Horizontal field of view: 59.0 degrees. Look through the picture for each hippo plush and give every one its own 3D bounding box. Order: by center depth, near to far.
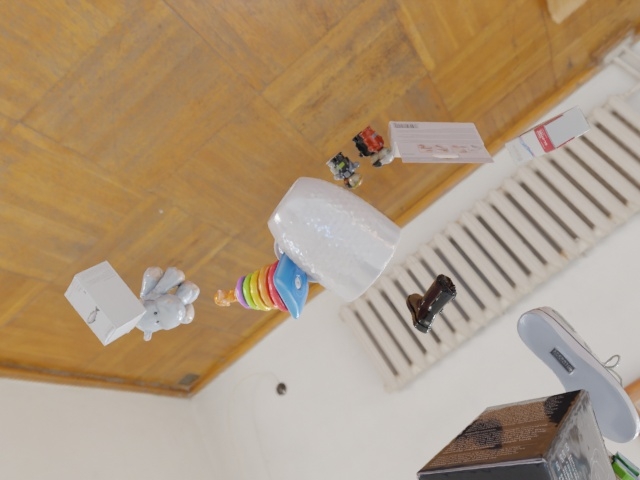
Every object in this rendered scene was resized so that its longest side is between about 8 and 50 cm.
[{"bbox_3d":[-0.584,0.216,1.998,0.294,0.234,0.236,-9,-175,-6],"label":"hippo plush"}]

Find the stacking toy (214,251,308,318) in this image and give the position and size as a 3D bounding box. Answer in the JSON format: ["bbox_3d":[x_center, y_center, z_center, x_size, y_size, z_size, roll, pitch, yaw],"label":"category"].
[{"bbox_3d":[-0.200,0.159,1.762,0.302,0.165,0.175,-14,121,22],"label":"stacking toy"}]

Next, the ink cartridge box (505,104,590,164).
[{"bbox_3d":[0.597,-0.275,1.502,0.127,0.072,0.175,-30,-178,-17],"label":"ink cartridge box"}]

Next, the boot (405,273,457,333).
[{"bbox_3d":[0.423,0.212,2.142,0.094,0.246,0.207,29,111,-9],"label":"boot"}]

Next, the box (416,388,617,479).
[{"bbox_3d":[0.369,0.459,0.963,0.212,0.293,0.395,-22,169,32],"label":"box"}]

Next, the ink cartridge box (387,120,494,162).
[{"bbox_3d":[0.384,-0.300,1.848,0.296,0.261,0.066,0,131,-4],"label":"ink cartridge box"}]

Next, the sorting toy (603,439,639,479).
[{"bbox_3d":[0.665,0.510,1.173,0.038,0.208,0.193,-50,153,13],"label":"sorting toy"}]

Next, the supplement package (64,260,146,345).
[{"bbox_3d":[-0.568,0.165,1.495,0.105,0.179,0.105,-46,173,38],"label":"supplement package"}]

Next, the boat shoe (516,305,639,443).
[{"bbox_3d":[0.658,0.314,1.407,0.156,0.367,0.136,-14,145,-40],"label":"boat shoe"}]

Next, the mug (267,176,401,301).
[{"bbox_3d":[0.000,0.000,1.691,0.374,0.328,0.276,-45,-167,47],"label":"mug"}]

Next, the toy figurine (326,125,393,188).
[{"bbox_3d":[0.139,-0.279,1.980,0.209,0.148,0.213,-43,-172,-6],"label":"toy figurine"}]
